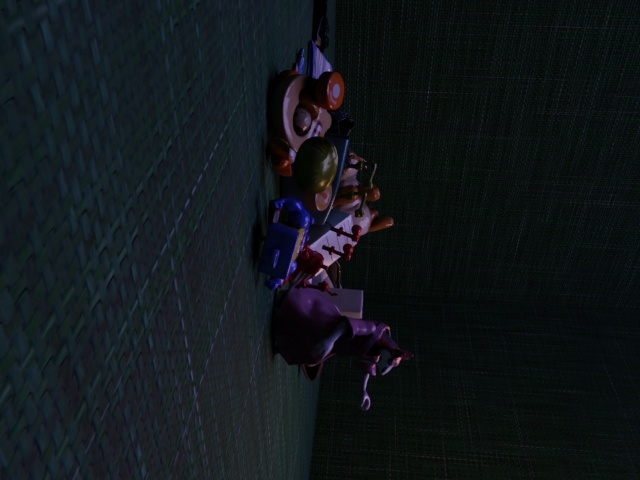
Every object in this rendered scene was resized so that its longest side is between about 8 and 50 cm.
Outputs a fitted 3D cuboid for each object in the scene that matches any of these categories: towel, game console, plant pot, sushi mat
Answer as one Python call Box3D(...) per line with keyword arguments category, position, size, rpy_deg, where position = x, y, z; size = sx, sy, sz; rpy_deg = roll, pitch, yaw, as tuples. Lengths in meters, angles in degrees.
Box3D(category="towel", position=(-0.001, -0.580, 2.147), size=(0.285, 0.034, 0.209), rpy_deg=(6, 87, -77))
Box3D(category="game console", position=(0.005, -0.824, 2.304), size=(0.361, 0.044, 0.213), rpy_deg=(-38, 132, -84))
Box3D(category="plant pot", position=(-0.022, -0.169, 1.573), size=(0.165, 0.166, 0.234), rpy_deg=(-71, 169, -77))
Box3D(category="sushi mat", position=(-0.003, 0.011, 1.957), size=(0.151, 0.019, 0.316), rpy_deg=(87, -20, -52))

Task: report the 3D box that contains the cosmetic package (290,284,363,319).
Box3D(category="cosmetic package", position=(0.018, 0.207, 1.884), size=(0.117, 0.231, 0.085), rpy_deg=(88, 6, -60))

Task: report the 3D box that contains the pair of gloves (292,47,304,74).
Box3D(category="pair of gloves", position=(-0.063, -0.454, 1.716), size=(0.198, 0.023, 0.159), rpy_deg=(-84, 175, -49))

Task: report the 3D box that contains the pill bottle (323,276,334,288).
Box3D(category="pill bottle", position=(0.014, 0.218, 2.449), size=(0.272, 0.153, 0.152), rpy_deg=(49, 44, -85))

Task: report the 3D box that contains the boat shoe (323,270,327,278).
Box3D(category="boat shoe", position=(-0.017, -0.015, 2.213), size=(0.117, 0.097, 0.324), rpy_deg=(-26, 123, -50))

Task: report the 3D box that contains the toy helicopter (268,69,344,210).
Box3D(category="toy helicopter", position=(-0.037, -0.205, 1.368), size=(0.235, 0.140, 0.354), rpy_deg=(-55, 144, -38))

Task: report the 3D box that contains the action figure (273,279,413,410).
Box3D(category="action figure", position=(0.064, 0.247, 1.525), size=(0.248, 0.371, 0.275), rpy_deg=(74, 33, -43))

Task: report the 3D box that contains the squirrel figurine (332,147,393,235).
Box3D(category="squirrel figurine", position=(0.063, -0.189, 2.406), size=(0.397, 0.281, 0.370), rpy_deg=(-8, -81, 64))

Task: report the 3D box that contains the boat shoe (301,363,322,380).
Box3D(category="boat shoe", position=(-0.030, 0.425, 2.260), size=(0.341, 0.124, 0.123), rpy_deg=(98, -3, -49))

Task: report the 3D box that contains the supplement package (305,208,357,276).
Box3D(category="supplement package", position=(0.000, 0.000, 1.656), size=(0.179, 0.105, 0.105), rpy_deg=(-38, 129, -33))

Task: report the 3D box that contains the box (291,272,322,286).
Box3D(category="box", position=(-0.041, 0.085, 1.882), size=(0.087, 0.101, 0.101), rpy_deg=(88, 4, -52))

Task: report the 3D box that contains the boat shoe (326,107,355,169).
Box3D(category="boat shoe", position=(0.069, -0.399, 2.111), size=(0.127, 0.113, 0.339), rpy_deg=(51, 37, -60))

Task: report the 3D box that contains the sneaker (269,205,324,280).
Box3D(category="sneaker", position=(-0.053, 0.003, 1.421), size=(0.087, 0.128, 0.221), rpy_deg=(-82, 174, -53))

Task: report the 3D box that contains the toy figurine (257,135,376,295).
Box3D(category="toy figurine", position=(-0.035, -0.010, 1.217), size=(0.217, 0.191, 0.362), rpy_deg=(-45, 156, -62))
